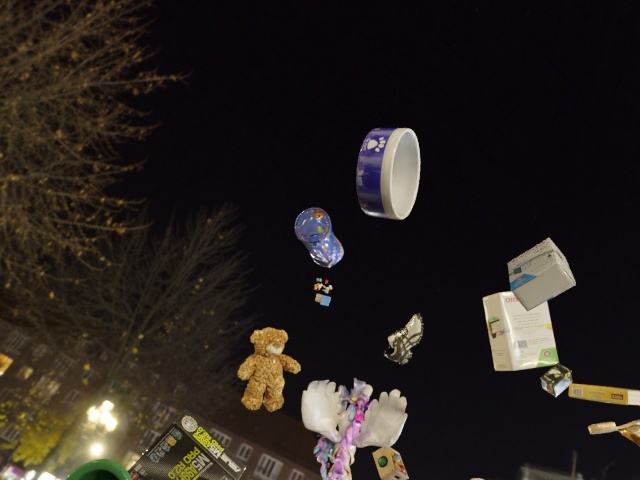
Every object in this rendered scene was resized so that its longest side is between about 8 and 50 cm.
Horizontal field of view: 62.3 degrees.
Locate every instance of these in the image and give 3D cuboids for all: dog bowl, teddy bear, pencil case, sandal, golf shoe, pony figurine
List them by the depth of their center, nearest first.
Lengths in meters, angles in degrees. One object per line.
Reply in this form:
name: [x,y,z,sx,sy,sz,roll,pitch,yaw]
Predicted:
dog bowl: [0.204,-0.196,1.555,0.104,0.264,0.264,7,-39,26]
sandal: [0.933,0.580,1.582,0.240,0.079,0.088,-8,-28,2]
pony figurine: [0.091,0.570,1.616,0.303,0.363,0.350,11,-81,7]
pencil case: [0.000,0.000,1.803,0.120,0.133,0.306,-17,-22,5]
golf shoe: [0.285,0.336,1.822,0.094,0.077,0.198,16,-73,-15]
teddy bear: [-0.210,0.525,2.126,0.245,0.337,0.113,25,-2,-7]

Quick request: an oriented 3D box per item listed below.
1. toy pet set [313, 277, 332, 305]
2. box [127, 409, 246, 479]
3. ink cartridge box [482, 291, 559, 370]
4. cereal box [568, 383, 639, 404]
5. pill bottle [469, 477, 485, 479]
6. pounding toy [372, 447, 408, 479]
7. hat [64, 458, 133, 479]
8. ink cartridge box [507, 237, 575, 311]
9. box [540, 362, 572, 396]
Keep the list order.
toy pet set: [0.020,0.241,2.465,0.065,0.114,0.122,15,-1,26]
box: [-0.354,0.597,1.367,0.216,0.060,0.270,44,-67,2]
ink cartridge box: [0.735,0.329,1.953,0.202,0.277,0.117,-3,-12,-16]
cereal box: [0.913,0.481,1.649,0.240,0.047,0.173,15,-16,-39]
pill bottle: [0.563,0.984,1.928,0.118,0.117,0.208,17,-67,16]
pounding toy: [0.283,0.885,2.087,0.100,0.130,0.141,-35,-51,12]
hat: [-0.402,0.531,1.042,0.173,0.209,0.183,53,0,26]
ink cartridge box: [0.584,0.088,1.415,0.140,0.190,0.082,-38,-83,24]
box: [0.772,0.455,1.731,0.052,0.083,0.062,34,-27,56]
